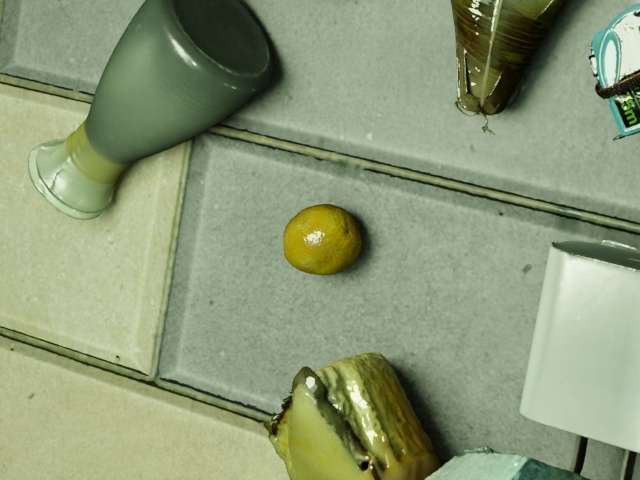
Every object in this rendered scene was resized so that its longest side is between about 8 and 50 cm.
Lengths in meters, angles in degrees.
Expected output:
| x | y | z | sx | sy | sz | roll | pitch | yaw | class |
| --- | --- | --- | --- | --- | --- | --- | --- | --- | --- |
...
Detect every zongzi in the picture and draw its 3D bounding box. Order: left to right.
| x | y | z | sx | sy | sz | roll | pitch | yaw | class |
| --- | --- | --- | --- | --- | --- | --- | --- | --- | --- |
| 0.152 | -0.238 | 1.915 | 0.184 | 0.084 | 0.187 | 27 | 108 | -1 | zongzi |

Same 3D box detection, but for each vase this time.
| x | y | z | sx | sy | sz | roll | pitch | yaw | class |
| --- | --- | --- | --- | --- | --- | --- | --- | --- | --- |
| -0.216 | -0.161 | 2.137 | 0.321 | 0.173 | 0.173 | -41 | 72 | 33 | vase |

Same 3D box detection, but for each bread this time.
| x | y | z | sx | sy | sz | roll | pitch | yaw | class |
| --- | --- | --- | --- | --- | --- | --- | --- | --- | --- |
| 0.047 | 0.239 | 1.995 | 0.204 | 0.163 | 0.262 | 64 | 162 | 10 | bread |

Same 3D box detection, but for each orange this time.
| x | y | z | sx | sy | sz | roll | pitch | yaw | class |
| --- | --- | --- | --- | --- | --- | --- | --- | --- | --- |
| 0.000 | 0.000 | 2.052 | 0.095 | 0.085 | 0.085 | -17 | 84 | 37 | orange |

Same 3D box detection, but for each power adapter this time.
| x | y | z | sx | sy | sz | roll | pitch | yaw | class |
| --- | --- | --- | --- | --- | --- | --- | --- | --- | --- |
| 0.313 | 0.140 | 1.846 | 0.187 | 0.124 | 0.255 | 16 | 100 | 30 | power adapter |

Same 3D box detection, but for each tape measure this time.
| x | y | z | sx | sy | sz | roll | pitch | yaw | class |
| --- | --- | --- | --- | --- | --- | --- | --- | --- | --- |
| 0.349 | -0.184 | 1.830 | 0.146 | 0.081 | 0.125 | -21 | 85 | 30 | tape measure |

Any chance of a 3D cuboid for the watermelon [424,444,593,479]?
| x | y | z | sx | sy | sz | roll | pitch | yaw | class |
| --- | --- | --- | --- | --- | --- | --- | --- | --- | --- |
| 0.177 | 0.324 | 1.814 | 0.258 | 0.387 | 0.228 | 16 | 88 | 42 | watermelon |
